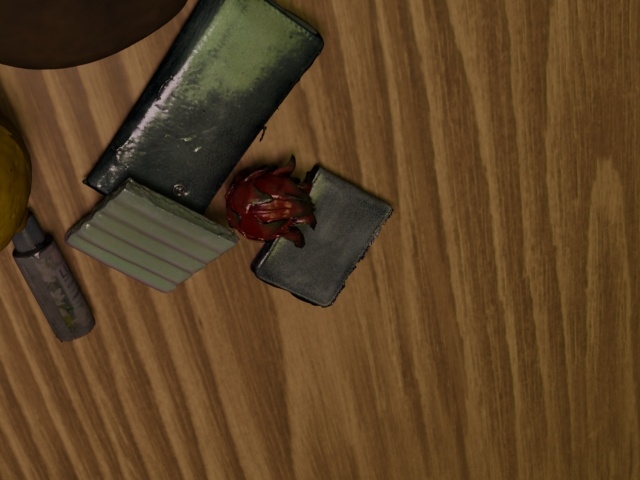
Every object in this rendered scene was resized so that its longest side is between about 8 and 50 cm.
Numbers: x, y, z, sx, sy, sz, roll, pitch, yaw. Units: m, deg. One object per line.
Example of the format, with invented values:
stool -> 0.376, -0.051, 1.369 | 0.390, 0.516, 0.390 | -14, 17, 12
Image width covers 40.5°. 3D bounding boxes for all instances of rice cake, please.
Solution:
rice cake -> -0.258, -0.001, 1.321 | 0.189, 0.037, 0.198 | -34, 128, 28

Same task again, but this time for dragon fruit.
dragon fruit -> -0.079, -0.055, 1.343 | 0.142, 0.121, 0.130 | -13, 144, 5

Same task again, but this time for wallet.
wallet -> -0.171, -0.193, 1.278 | 0.190, 0.046, 0.379 | 29, 105, -27
wallet -> -0.001, -0.001, 1.445 | 0.167, 0.036, 0.222 | 25, 104, -27

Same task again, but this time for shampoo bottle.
shampoo bottle -> -0.411, 0.055, 1.314 | 0.072, 0.072, 0.214 | -22, 121, -7

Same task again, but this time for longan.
longan -> -0.311, -0.341, 1.022 | 0.350, 0.288, 0.288 | -14, 120, -20

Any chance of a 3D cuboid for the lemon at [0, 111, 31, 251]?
lemon -> -0.509, -0.085, 1.103 | 0.284, 0.260, 0.260 | 40, 99, -16
